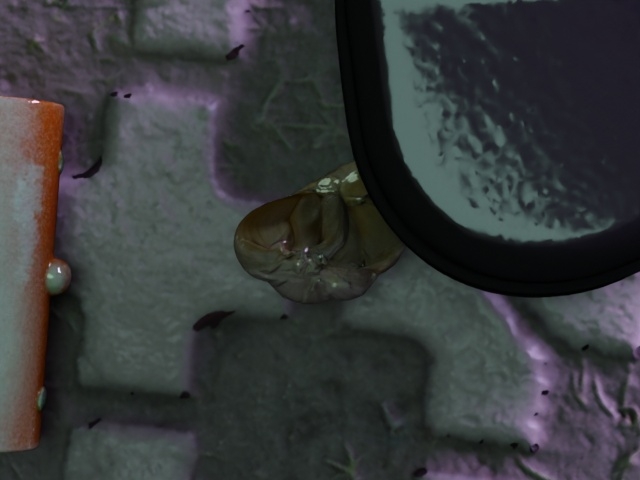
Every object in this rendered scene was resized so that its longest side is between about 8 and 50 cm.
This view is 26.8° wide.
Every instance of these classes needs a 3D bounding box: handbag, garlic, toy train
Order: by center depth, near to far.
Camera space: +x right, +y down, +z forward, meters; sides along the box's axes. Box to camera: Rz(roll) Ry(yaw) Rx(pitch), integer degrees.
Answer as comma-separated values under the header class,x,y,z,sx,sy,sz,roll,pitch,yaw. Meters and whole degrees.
class,x,y,z,sx,sy,sz,roll,pitch,yaw
handbag,0.138,-0.119,0.837,0.254,0.093,0.308,-7,87,3
garlic,0.000,0.005,0.878,0.113,0.094,0.074,-5,131,2
toy train,-0.258,0.018,0.910,0.177,0.116,0.285,4,89,-2
